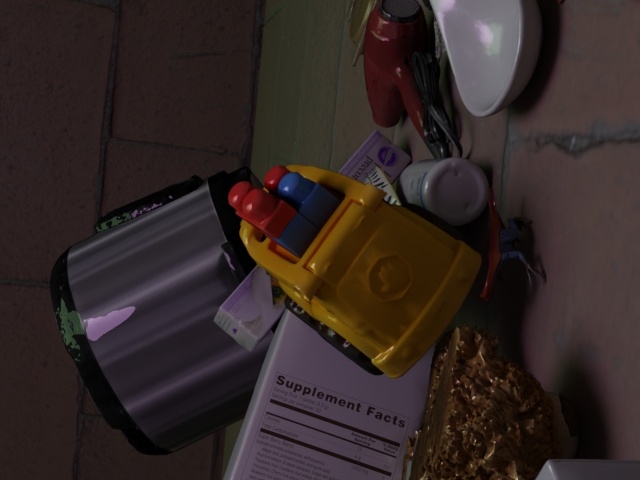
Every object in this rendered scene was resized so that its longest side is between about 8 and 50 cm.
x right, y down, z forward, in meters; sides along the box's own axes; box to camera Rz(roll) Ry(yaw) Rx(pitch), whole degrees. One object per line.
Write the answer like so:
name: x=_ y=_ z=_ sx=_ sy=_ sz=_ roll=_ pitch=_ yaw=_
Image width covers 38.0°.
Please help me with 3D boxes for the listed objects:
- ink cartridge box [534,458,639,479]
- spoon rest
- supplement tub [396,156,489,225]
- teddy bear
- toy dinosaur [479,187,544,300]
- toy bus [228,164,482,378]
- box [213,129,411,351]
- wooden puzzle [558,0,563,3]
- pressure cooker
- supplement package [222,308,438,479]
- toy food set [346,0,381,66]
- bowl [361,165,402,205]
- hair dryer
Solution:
ink cartridge box: x=0.168 y=0.262 z=0.590 sx=0.154 sy=0.093 sz=0.212 roll=-99 pitch=16 yaw=-46
spoon rest: x=0.150 y=-0.234 z=0.904 sx=0.137 sy=0.084 sz=0.276 roll=107 pitch=164 yaw=-46
supplement tub: x=0.126 y=-0.052 z=0.971 sx=0.107 sy=0.071 sz=0.071 roll=-159 pitch=74 yaw=-79
teddy bear: x=0.133 y=0.201 z=0.794 sx=0.245 sy=0.113 sz=0.338 roll=-80 pitch=-1 yaw=-50
toy dinosaur: x=0.153 y=0.013 z=0.818 sx=0.082 sy=0.090 sz=0.047 roll=-37 pitch=-12 yaw=-41
toy bus: x=0.000 y=0.000 z=0.849 sx=0.149 sy=0.211 sz=0.220 roll=-56 pitch=28 yaw=-3
box: x=-0.006 y=-0.004 z=1.164 sx=0.324 sy=0.063 sz=0.067 roll=-50 pitch=-1 yaw=-24
wooden puzzle: x=0.209 y=-0.249 z=0.814 sx=0.049 sy=0.006 sz=0.083 roll=107 pitch=163 yaw=-45
pressure cooker: x=-0.150 y=0.092 z=1.441 sx=0.375 sy=0.421 sz=0.369 roll=62 pitch=-177 yaw=-37
supplement package: x=-0.005 y=0.235 z=1.020 sx=0.177 sy=0.175 sz=0.292 roll=116 pitch=173 yaw=-71
toy food set: x=0.078 y=-0.351 z=1.423 sx=0.192 sy=0.039 sz=0.132 roll=-92 pitch=20 yaw=-53
bowl: x=0.063 y=0.010 z=1.044 sx=0.170 sy=0.080 sz=0.170 roll=-24 pitch=-90 yaw=-90
hair dryer: x=0.099 y=-0.187 z=1.121 sx=0.293 sy=0.080 sz=0.223 roll=-171 pitch=80 yaw=-84
